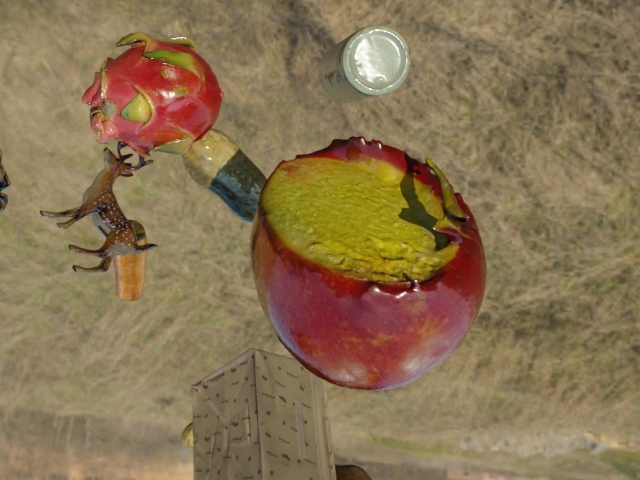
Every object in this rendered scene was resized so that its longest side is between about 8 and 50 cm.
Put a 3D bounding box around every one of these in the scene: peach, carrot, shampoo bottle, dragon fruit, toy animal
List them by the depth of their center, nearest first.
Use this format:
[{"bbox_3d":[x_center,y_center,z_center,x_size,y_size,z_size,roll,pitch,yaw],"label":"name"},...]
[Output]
[{"bbox_3d":[0.048,-0.232,1.063,0.085,0.085,0.262,10,-174,-10],"label":"shampoo bottle"},{"bbox_3d":[0.067,0.044,1.174,0.335,0.406,0.310,-19,128,-13],"label":"peach"},{"bbox_3d":[-0.295,-0.255,1.388,0.227,0.224,0.224,-1,172,-35],"label":"dragon fruit"},{"bbox_3d":[-0.439,-0.074,1.623,0.260,0.243,0.087,-32,-163,-37],"label":"toy animal"},{"bbox_3d":[-0.447,0.045,1.835,0.087,0.193,0.087,6,-150,-3],"label":"carrot"}]

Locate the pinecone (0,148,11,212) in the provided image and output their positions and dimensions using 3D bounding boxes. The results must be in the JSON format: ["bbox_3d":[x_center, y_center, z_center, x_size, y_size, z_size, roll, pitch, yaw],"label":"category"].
[{"bbox_3d":[-0.640,-0.101,1.259,0.243,0.257,0.243,41,154,25],"label":"pinecone"}]

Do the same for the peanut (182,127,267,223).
[{"bbox_3d":[-0.181,-0.125,1.569,0.120,0.110,0.236,-32,115,24],"label":"peanut"}]

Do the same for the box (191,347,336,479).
[{"bbox_3d":[-0.119,0.398,1.556,0.190,0.297,0.225,23,137,-37],"label":"box"}]

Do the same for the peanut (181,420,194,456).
[{"bbox_3d":[-0.273,0.592,2.212,0.305,0.147,0.147,29,-178,39],"label":"peanut"}]

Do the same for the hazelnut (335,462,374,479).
[{"bbox_3d":[0.007,0.722,1.834,0.421,0.421,0.353,2,157,17],"label":"hazelnut"}]
